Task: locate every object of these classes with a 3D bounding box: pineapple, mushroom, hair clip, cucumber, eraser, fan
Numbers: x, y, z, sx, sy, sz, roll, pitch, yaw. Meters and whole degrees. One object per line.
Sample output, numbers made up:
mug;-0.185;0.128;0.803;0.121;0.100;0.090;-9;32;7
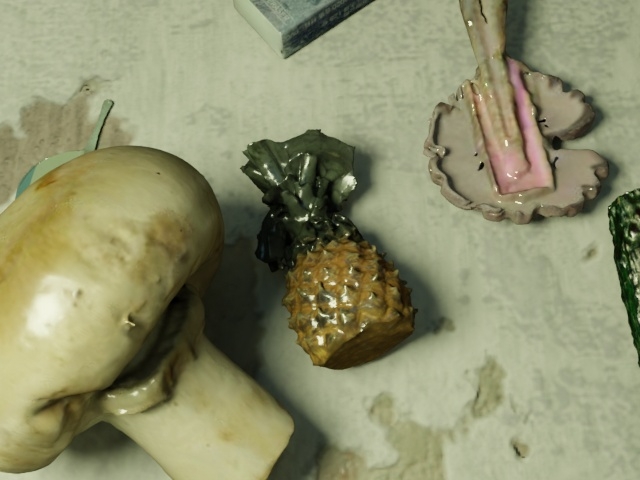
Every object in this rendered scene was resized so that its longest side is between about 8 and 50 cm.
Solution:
pineapple;0.000;0.000;0.968;0.111;0.119;0.237;-44;56;32
mushroom;-0.146;0.085;0.857;0.290;0.292;0.292;39;72;0
hair clip;0.175;-0.155;1.042;0.173;0.069;0.300;-9;75;0
cucumber;0.306;0.095;0.924;0.067;0.067;0.294;-5;66;1
eraser;0.016;-0.285;1.124;0.212;0.046;0.092;-36;68;-12
fan;-0.238;-0.067;1.059;0.113;0.005;0.175;12;66;8
